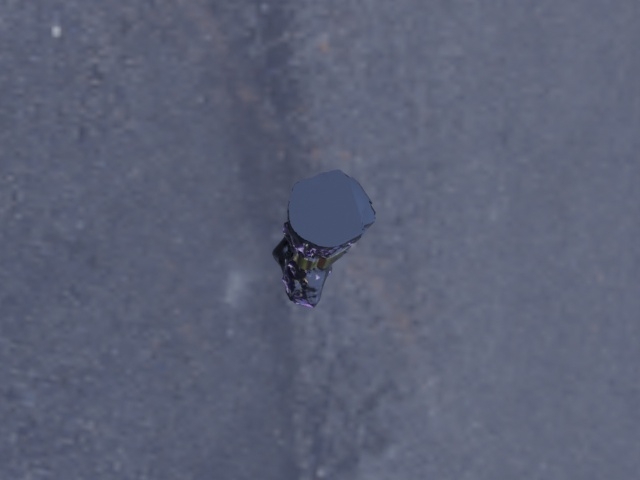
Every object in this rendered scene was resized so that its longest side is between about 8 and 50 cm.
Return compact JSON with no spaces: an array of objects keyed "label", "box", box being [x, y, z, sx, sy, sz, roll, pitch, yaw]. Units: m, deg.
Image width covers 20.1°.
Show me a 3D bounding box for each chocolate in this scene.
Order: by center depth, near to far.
[{"label":"chocolate","box":[-0.001,0.003,1.286,0.147,0.070,0.072,97,9,-72]}]
